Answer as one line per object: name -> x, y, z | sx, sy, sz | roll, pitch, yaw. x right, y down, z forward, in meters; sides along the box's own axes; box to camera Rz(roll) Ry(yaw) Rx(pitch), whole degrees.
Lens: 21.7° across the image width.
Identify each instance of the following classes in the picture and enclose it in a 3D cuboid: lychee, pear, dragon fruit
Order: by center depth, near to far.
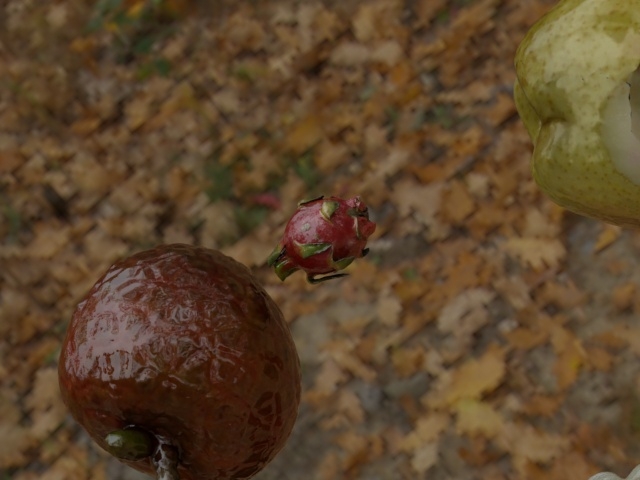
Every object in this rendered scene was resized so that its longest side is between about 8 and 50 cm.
pear -> 0.202, -0.086, 1.027 | 0.178, 0.178, 0.178 | -29, 29, 18
lychee -> -0.143, 0.143, 1.695 | 0.255, 0.255, 0.300 | -9, 47, 43
dragon fruit -> -0.002, -0.001, 1.708 | 0.116, 0.081, 0.086 | -21, 76, 31

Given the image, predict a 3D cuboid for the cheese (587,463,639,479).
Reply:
cheese -> 0.321, 0.347, 1.614 | 0.332, 0.292, 0.153 | -32, 47, 21
